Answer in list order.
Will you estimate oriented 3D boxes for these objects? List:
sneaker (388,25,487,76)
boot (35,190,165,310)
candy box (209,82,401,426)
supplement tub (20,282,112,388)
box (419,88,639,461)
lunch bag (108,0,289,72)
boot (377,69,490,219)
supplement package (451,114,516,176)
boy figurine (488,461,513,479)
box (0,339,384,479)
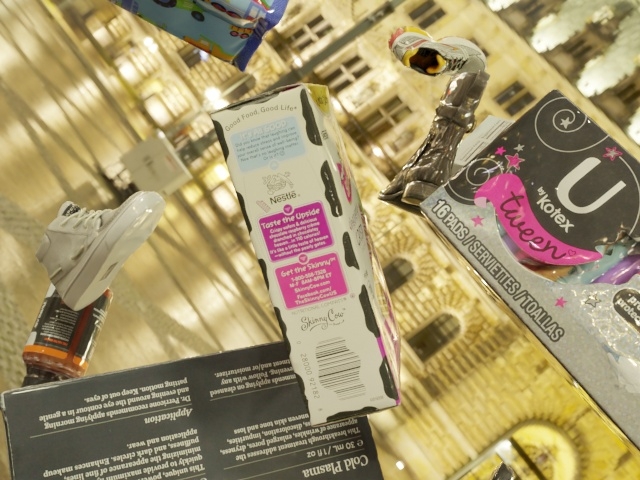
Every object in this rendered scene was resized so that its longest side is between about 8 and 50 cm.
[{"bbox_3d":[0.251,-0.375,1.563,0.088,0.225,0.093,115,-29,-41],"label":"sneaker"},{"bbox_3d":[-0.335,-0.013,1.088,0.123,0.258,0.095,49,30,6],"label":"boot"},{"bbox_3d":[0.000,0.000,0.578,0.159,0.071,0.233,-63,135,-77],"label":"candy box"},{"bbox_3d":[-0.421,0.159,1.224,0.106,0.198,0.106,11,-25,5],"label":"supplement tub"},{"bbox_3d":[0.219,0.035,0.567,0.247,0.142,0.163,51,6,27],"label":"box"},{"bbox_3d":[-0.093,-0.337,0.644,0.221,0.293,0.138,26,-13,-15],"label":"lunch bag"},{"bbox_3d":[0.192,-0.155,1.216,0.091,0.229,0.263,22,-4,-11],"label":"boot"},{"bbox_3d":[0.438,-0.117,1.623,0.262,0.198,0.199,21,-40,36],"label":"supplement package"},{"bbox_3d":[0.282,0.343,0.749,0.285,0.092,0.177,30,-14,21],"label":"boy figurine"},{"bbox_3d":[-0.115,0.284,0.739,0.179,0.343,0.312,130,-51,-61],"label":"box"}]
